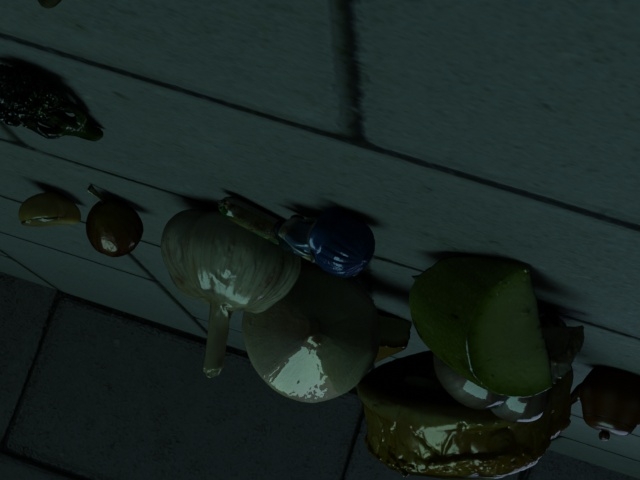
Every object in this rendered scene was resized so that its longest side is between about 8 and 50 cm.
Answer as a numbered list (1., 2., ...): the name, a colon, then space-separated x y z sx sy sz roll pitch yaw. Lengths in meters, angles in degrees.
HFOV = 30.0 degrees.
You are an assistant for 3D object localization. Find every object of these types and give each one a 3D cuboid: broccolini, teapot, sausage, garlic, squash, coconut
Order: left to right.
1. broccolini: -0.294 -0.131 1.318 0.091 0.068 0.202 -7 161 20
2. garlic: -0.144 0.077 1.670 0.199 0.226 0.199 14 172 2
3. sausage: -0.039 -0.002 1.601 0.269 0.033 0.033 28 165 -39
4. coconut: -0.013 0.136 1.801 0.224 0.224 0.234 17 169 9
5. squash: 0.173 0.118 1.444 0.184 0.085 0.192 2 119 36
6. garlic: 0.220 0.148 1.587 0.214 0.160 0.191 18 164 -13
7. teapot: 0.463 0.263 1.874 0.173 0.116 0.116 14 168 19

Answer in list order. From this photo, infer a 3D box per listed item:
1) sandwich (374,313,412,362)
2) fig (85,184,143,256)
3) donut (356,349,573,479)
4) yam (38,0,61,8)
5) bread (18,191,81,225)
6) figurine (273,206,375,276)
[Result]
1. sandwich: 0.005 0.166 2.095 0.245 0.063 0.212 16 157 -19
2. fig: -0.321 -0.034 1.820 0.089 0.089 0.125 15 148 18
3. donut: 0.223 0.257 1.793 0.330 0.160 0.330 -8 -172 1
4. yam: -0.201 -0.203 0.932 0.021 0.021 0.116 23 167 -21
5. bread: -0.441 -0.052 1.949 0.082 0.056 0.115 -5 178 15
6. figurine: 0.000 0.000 1.453 0.086 0.087 0.149 -19 -168 -33
